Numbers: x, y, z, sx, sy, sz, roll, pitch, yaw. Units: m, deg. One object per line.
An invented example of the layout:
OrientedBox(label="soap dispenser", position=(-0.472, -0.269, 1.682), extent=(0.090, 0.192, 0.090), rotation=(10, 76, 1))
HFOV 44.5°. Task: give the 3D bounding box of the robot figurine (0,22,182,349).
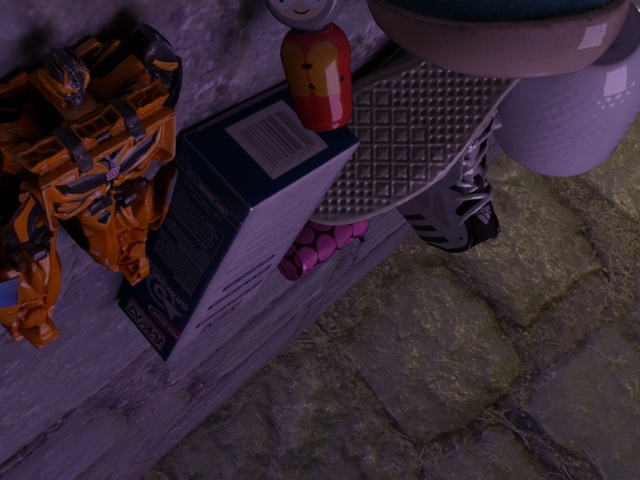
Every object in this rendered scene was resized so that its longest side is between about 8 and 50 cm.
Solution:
OrientedBox(label="robot figurine", position=(-0.181, -0.031, 0.580), extent=(0.211, 0.085, 0.291), rotation=(-38, 170, -31))

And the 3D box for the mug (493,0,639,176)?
OrientedBox(label="mug", position=(0.435, -0.301, 1.485), extent=(0.375, 0.276, 0.328), rotation=(-13, 160, 0))

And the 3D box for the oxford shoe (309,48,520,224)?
OrientedBox(label="oxford shoe", position=(0.137, -0.188, 1.027), extent=(0.449, 0.169, 0.130), rotation=(-44, -168, 2))

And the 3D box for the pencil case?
OrientedBox(label="pencil case", position=(0.000, 0.000, 1.457), extent=(0.209, 0.095, 0.098), rotation=(-31, -179, -42))

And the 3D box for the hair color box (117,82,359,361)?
OrientedBox(label="hair color box", position=(-0.108, -0.011, 0.901), extent=(0.174, 0.105, 0.347), rotation=(-35, 167, -39))

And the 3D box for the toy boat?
OrientedBox(label="toy boat", position=(0.101, -0.209, 0.667), extent=(0.318, 0.267, 0.148), rotation=(-25, 124, -23))

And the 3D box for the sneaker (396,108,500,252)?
OrientedBox(label="sneaker", position=(0.271, -0.143, 1.353), extent=(0.169, 0.257, 0.447), rotation=(-25, 162, -31))
